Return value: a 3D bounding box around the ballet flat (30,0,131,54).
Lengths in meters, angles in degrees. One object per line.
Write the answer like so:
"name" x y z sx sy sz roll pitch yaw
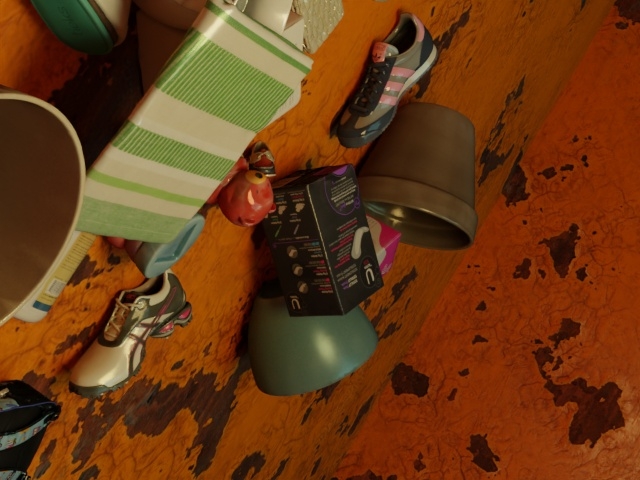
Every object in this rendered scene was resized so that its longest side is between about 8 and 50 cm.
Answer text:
"ballet flat" -0.295 -0.349 0.954 0.139 0.139 0.400 -55 162 -12

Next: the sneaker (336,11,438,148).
"sneaker" 0.121 -0.340 1.901 0.319 0.112 0.131 -56 141 -18

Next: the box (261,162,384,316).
"box" 0.000 0.000 1.817 0.165 0.143 0.270 -30 109 -49

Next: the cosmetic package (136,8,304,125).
"cosmetic package" -0.141 -0.258 1.291 0.151 0.184 0.151 -42 152 -36

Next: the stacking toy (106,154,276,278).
"stacking toy" -0.173 -0.080 1.428 0.309 0.130 0.279 -40 167 -39

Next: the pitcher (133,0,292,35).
"pitcher" -0.164 -0.319 1.133 0.178 0.207 0.125 -12 128 -61

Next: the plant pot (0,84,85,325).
"plant pot" -0.405 -0.071 0.829 0.256 0.274 0.256 -46 155 -30

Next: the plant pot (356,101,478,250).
"plant pot" 0.238 -0.159 2.142 0.323 0.323 0.280 53 52 -67

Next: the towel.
"towel" -0.163 -0.134 1.127 0.324 0.038 0.248 -50 158 11

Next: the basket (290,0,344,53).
"basket" -0.038 -0.393 1.455 0.113 0.103 0.167 -54 157 -17

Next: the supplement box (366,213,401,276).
"supplement box" 0.047 -0.003 1.971 0.111 0.220 0.113 -38 149 -44

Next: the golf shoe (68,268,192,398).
"golf shoe" -0.332 0.149 1.532 0.273 0.105 0.120 -49 140 -41

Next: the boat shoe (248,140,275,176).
"boat shoe" -0.105 -0.144 1.633 0.137 0.049 0.043 -108 -157 -71

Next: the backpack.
"backpack" -0.486 0.284 1.307 0.158 0.117 0.173 -64 159 10

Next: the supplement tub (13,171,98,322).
"supplement tub" -0.367 -0.011 1.160 0.199 0.144 0.144 -58 158 -6

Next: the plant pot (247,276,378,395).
"plant pot" -0.043 0.180 2.000 0.290 0.290 0.195 -39 114 -43
